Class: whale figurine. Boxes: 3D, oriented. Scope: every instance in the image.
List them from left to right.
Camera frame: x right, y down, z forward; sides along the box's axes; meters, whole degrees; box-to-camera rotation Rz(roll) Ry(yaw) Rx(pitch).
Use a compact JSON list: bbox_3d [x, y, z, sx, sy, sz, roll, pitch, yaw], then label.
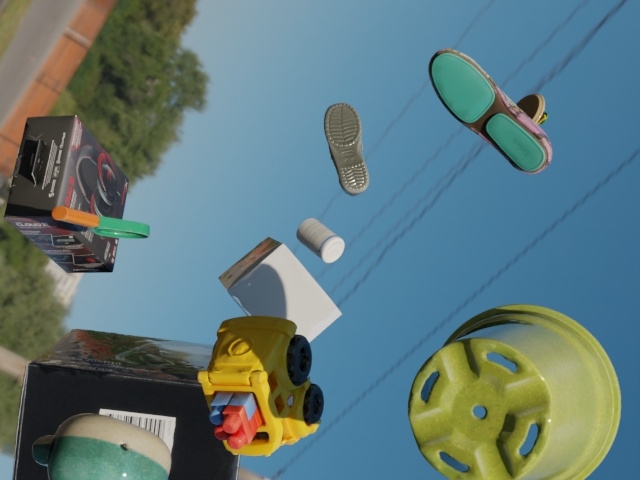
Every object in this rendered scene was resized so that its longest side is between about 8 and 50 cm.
[{"bbox_3d":[-0.331,0.361,1.437,0.272,0.216,0.141,-45,-154,51],"label":"whale figurine"}]

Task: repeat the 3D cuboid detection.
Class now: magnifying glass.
[{"bbox_3d":[-0.357,-0.026,1.577,0.231,0.092,0.026,25,66,-68],"label":"magnifying glass"}]

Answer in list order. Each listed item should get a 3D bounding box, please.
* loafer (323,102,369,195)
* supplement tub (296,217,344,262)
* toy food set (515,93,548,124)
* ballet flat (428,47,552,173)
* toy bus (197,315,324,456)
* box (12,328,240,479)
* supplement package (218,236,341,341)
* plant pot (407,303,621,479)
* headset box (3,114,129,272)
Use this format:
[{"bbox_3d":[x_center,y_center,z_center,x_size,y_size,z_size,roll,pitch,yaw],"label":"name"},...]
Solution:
[{"bbox_3d":[0.058,-0.215,2.346,0.087,0.094,0.251,101,-17,-67],"label":"loafer"},{"bbox_3d":[0.000,0.000,2.320,0.107,0.071,0.071,39,-80,37],"label":"supplement tub"},{"bbox_3d":[0.349,-0.211,1.642,0.083,0.020,0.082,-37,-145,36],"label":"toy food set"},{"bbox_3d":[0.239,-0.183,1.358,0.077,0.221,0.079,-46,-178,27],"label":"ballet flat"},{"bbox_3d":[-0.101,0.258,1.499,0.149,0.220,0.211,-3,-149,21],"label":"toy bus"},{"bbox_3d":[-0.413,0.408,2.274,0.472,0.480,0.297,-135,-128,-86],"label":"box"},{"bbox_3d":[-0.088,0.114,1.998,0.149,0.194,0.203,-40,-169,-6],"label":"supplement package"},{"bbox_3d":[0.238,0.218,1.272,0.276,0.276,0.254,-56,158,9],"label":"plant pot"},{"bbox_3d":[-0.490,-0.090,1.876,0.293,0.110,0.218,64,28,-62],"label":"headset box"}]
